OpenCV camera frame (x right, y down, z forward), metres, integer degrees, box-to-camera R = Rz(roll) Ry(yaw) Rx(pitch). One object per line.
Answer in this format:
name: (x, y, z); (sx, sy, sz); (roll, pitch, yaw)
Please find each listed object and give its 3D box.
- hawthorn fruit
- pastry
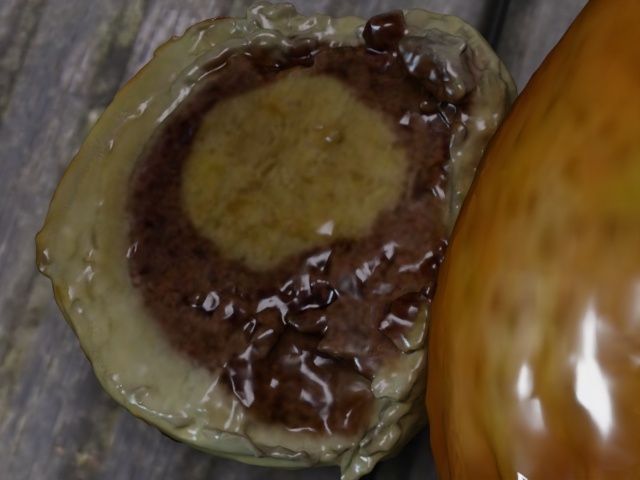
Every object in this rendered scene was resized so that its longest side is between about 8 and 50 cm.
hawthorn fruit: (0.261, 0.069, 0.741); (0.472, 0.472, 0.471); (-1, 70, 4)
pastry: (-0.008, 0.006, 0.930); (0.237, 0.170, 0.256); (8, 69, 31)
